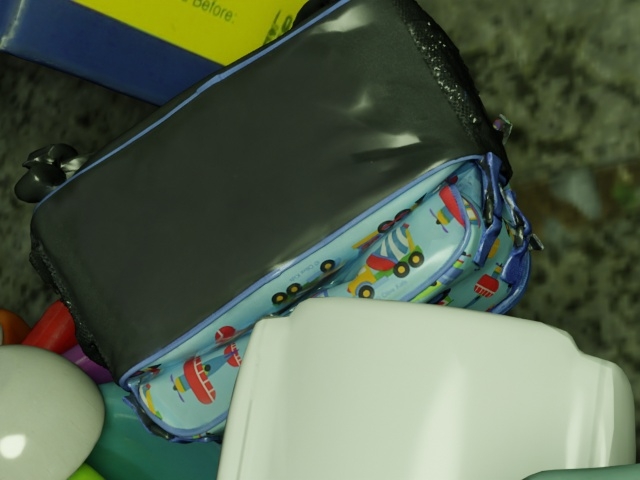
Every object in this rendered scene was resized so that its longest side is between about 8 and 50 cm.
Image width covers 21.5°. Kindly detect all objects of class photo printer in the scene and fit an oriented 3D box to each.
[{"bbox_3d":[0.020,0.190,0.469,0.107,0.256,0.307,7,78,10],"label":"photo printer"}]

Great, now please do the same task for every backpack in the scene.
[{"bbox_3d":[0.000,0.000,0.599,0.158,0.173,0.117,-32,74,7],"label":"backpack"}]

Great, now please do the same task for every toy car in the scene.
[{"bbox_3d":[-0.100,0.084,0.682,0.136,0.159,0.182,-37,35,-23],"label":"toy car"}]

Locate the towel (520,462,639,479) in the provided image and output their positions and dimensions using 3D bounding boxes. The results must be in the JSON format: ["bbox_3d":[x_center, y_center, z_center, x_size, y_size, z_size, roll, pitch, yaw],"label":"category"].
[{"bbox_3d":[0.207,0.211,0.298,0.090,0.321,0.374,133,133,-61],"label":"towel"}]

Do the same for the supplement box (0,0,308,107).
[{"bbox_3d":[-0.045,-0.236,0.675,0.195,0.194,0.356,26,95,40],"label":"supplement box"}]
